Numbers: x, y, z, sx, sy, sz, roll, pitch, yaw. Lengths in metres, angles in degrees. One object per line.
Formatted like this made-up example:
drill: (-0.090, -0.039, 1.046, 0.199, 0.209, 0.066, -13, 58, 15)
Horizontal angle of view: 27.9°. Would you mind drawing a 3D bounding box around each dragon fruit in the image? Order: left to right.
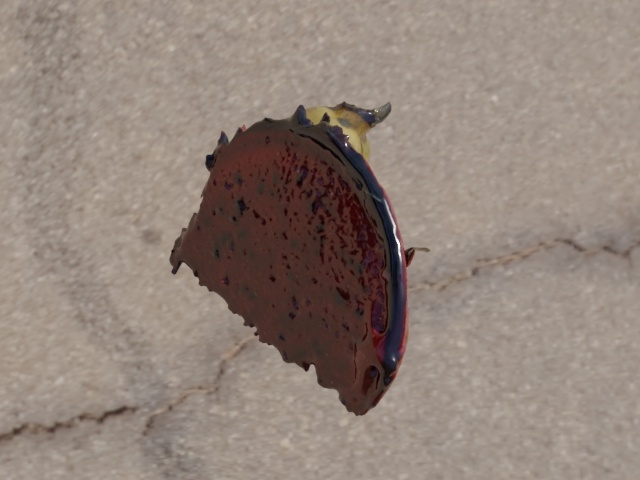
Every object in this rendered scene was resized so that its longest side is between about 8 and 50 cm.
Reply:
dragon fruit: (0.000, 0.000, 1.429, 0.343, 0.282, 0.100, 40, 34, 28)

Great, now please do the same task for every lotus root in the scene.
lotus root: (-0.007, -0.100, 1.553, 0.118, 0.221, 0.125, 40, 26, -11)
